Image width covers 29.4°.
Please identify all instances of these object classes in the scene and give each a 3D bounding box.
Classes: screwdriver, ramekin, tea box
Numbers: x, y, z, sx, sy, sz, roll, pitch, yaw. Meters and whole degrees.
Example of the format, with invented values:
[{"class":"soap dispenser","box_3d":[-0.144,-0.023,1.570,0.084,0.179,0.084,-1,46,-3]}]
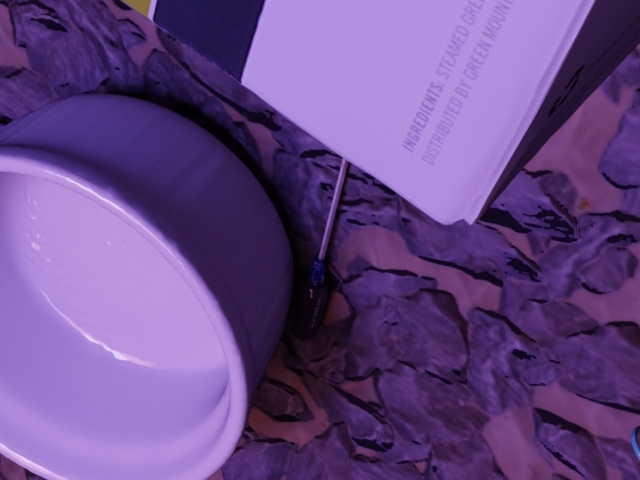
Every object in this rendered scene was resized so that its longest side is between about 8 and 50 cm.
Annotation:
[{"class":"screwdriver","box_3d":[0.000,0.000,0.821,0.025,0.024,0.170,8,126,-1]},{"class":"ramekin","box_3d":[-0.152,0.033,0.850,0.277,0.135,0.277,12,126,17]},{"class":"tea box","box_3d":[0.032,-0.236,0.419,0.323,0.329,0.220,37,135,13]}]

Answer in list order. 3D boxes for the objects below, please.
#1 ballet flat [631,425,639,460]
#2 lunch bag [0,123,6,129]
[{"class":"ballet flat","box_3d":[0.255,0.176,0.717,0.070,0.070,0.188,-23,106,44]},{"class":"lunch bag","box_3d":[-0.253,-0.048,0.963,0.071,0.053,0.083,21,138,27]}]
